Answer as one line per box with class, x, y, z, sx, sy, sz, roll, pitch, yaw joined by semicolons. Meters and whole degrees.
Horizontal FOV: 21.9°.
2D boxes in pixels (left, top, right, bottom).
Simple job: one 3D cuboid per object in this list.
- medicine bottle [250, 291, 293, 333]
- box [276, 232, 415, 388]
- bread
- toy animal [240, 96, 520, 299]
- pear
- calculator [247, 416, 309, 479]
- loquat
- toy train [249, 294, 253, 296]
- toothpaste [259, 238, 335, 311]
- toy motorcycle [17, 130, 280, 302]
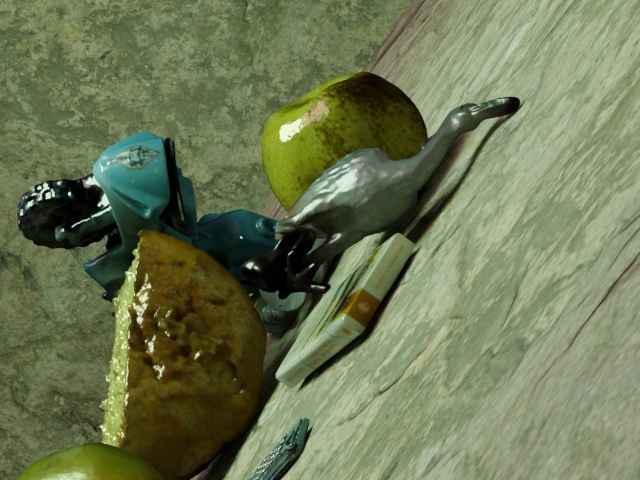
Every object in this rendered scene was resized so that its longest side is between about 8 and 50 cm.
medicine bottle;-0.068;0.098;2.239;0.057;0.058;0.199;-56;6;-5
box;0.023;0.078;1.752;0.122;0.032;0.220;-57;6;-27
bread;-0.169;0.167;2.034;0.194;0.179;0.340;121;155;-53
toy animal;0.057;-0.049;1.737;0.324;0.090;0.195;-39;20;-5
pear;0.035;-0.091;1.896;0.197;0.197;0.197;-55;6;9
calculator;-0.063;0.243;1.636;0.172;0.018;0.057;-53;5;33
loquat;-0.251;0.342;1.788;0.213;0.213;0.246;-52;29;31
toy train;-0.114;0.116;2.590;0.148;0.038;0.071;-51;5;44
toothpaste;0.000;0.000;2.230;0.114;0.073;0.299;-60;-5;32
toy motorcycle;-0.189;-0.021;2.195;0.232;0.416;0.172;-37;48;36
